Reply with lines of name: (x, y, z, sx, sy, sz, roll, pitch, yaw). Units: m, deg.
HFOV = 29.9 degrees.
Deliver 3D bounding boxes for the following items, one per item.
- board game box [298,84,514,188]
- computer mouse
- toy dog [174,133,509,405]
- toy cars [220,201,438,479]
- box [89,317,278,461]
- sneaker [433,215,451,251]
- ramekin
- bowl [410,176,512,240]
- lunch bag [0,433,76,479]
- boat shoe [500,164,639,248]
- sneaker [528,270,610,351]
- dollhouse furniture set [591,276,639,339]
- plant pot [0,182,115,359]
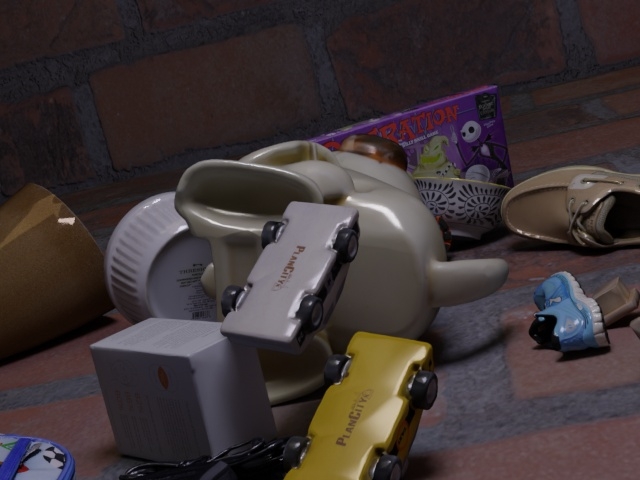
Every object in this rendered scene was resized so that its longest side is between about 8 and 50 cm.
board game box: (0.143, -0.105, 1.908, 0.346, 0.208, 0.056, -19, 14, -19)
computer mouse: (-0.126, 0.243, 1.046, 0.188, 0.072, 0.272, -12, 1, 15)
toy dog: (0.023, -0.011, 1.492, 0.395, 0.285, 0.408, -11, 11, 9)
toy cars: (0.009, 0.115, 1.149, 0.176, 0.087, 0.394, -22, 43, -4)
box: (-0.145, 0.159, 1.263, 0.170, 0.130, 0.091, 0, 18, 44)
sneaker: (0.081, 0.025, 1.748, 0.221, 0.083, 0.087, -14, -3, -13)
ramekin: (-0.184, 0.042, 1.656, 0.207, 0.207, 0.109, -20, 23, -24)
bowl: (0.208, -0.043, 1.807, 0.170, 0.080, 0.170, 6, -5, 1)
lunch bag: (-0.331, 0.250, 1.021, 0.243, 0.115, 0.303, 7, 15, -2)
boat shoe: (0.378, -0.039, 1.619, 0.302, 0.109, 0.098, 0, 17, 30)
sneaker: (0.260, 0.081, 1.326, 0.073, 0.063, 0.162, -18, 13, -2)
dollhouse furniture set: (0.435, 0.085, 1.155, 0.355, 0.174, 0.303, -36, 4, 28)
plant pot: (-0.480, 0.079, 1.817, 0.254, 0.237, 0.237, -38, 23, -26)
